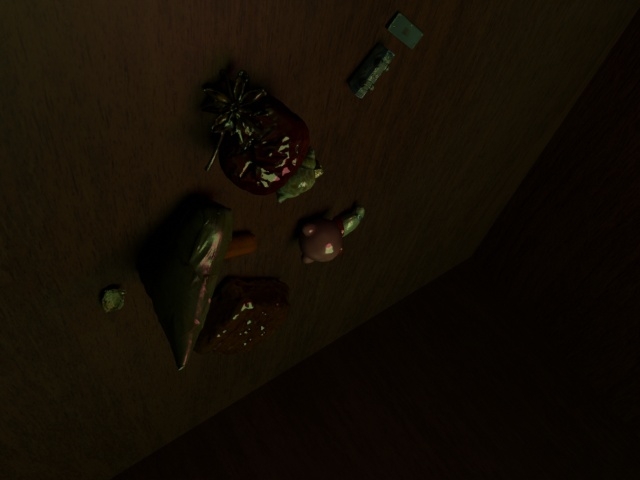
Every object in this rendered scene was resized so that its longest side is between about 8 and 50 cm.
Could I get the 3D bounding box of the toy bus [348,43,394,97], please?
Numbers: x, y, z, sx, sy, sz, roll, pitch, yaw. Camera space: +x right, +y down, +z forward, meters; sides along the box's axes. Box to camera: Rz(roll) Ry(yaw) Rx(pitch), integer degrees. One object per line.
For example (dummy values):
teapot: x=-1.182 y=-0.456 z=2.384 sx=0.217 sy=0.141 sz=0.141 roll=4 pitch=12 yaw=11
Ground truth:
toy bus: x=0.142 y=-0.479 z=1.670 sx=0.153 sy=0.061 sz=0.051 roll=-49 pitch=154 yaw=20

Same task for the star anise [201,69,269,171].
star anise: x=-0.220 y=-0.293 z=1.380 sx=0.233 sy=0.177 sz=0.073 roll=-28 pitch=-177 yaw=17

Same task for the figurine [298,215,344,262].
figurine: x=0.000 y=0.000 z=2.221 sx=0.173 sy=0.173 sz=0.173 roll=-32 pitch=157 yaw=-16

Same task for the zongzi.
zongzi: x=-0.339 y=0.098 z=1.628 sx=0.174 sy=0.393 sz=0.356 roll=22 pitch=115 yaw=-39

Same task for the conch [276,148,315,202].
conch: x=-0.081 y=-0.190 z=1.834 sx=0.173 sy=0.106 sz=0.116 roll=-37 pitch=171 yaw=36

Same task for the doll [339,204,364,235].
doll: x=0.102 y=-0.061 z=2.380 sx=0.214 sy=0.072 sz=0.103 roll=-43 pitch=156 yaw=19

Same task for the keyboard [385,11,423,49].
keyboard: x=0.240 y=-0.591 z=1.668 sx=0.055 sy=0.014 sz=0.176 roll=-49 pitch=156 yaw=21

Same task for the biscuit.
biscuit: x=-0.310 y=0.306 z=2.329 sx=0.343 sy=0.166 sz=0.395 roll=-49 pitch=154 yaw=18

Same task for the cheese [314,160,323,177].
cheese: x=-0.021 y=-0.231 z=1.917 sx=0.060 sy=0.042 sz=0.084 roll=-30 pitch=172 yaw=-2

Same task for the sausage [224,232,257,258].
sausage: x=-0.283 y=0.018 z=1.945 sx=0.197 sy=0.076 sz=0.076 roll=-12 pitch=146 yaw=-50

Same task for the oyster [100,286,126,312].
oyster: x=-0.633 y=0.182 z=1.781 sx=0.086 sy=0.029 sz=0.132 roll=-2 pitch=141 yaw=-46

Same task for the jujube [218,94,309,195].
jujube: x=-0.145 y=-0.239 z=1.498 sx=0.232 sy=0.213 sz=0.213 roll=-52 pitch=155 yaw=13
